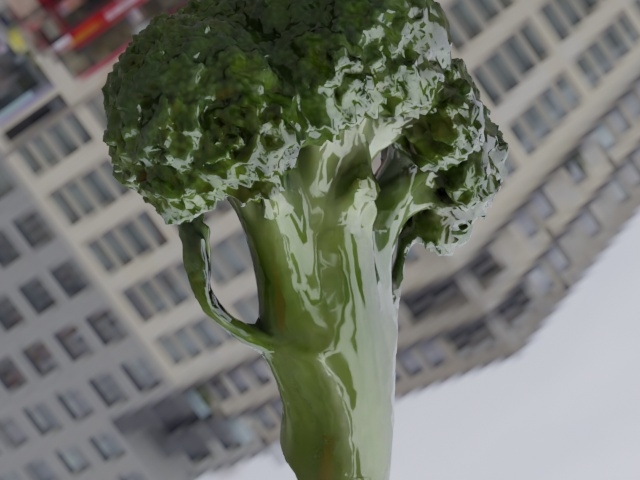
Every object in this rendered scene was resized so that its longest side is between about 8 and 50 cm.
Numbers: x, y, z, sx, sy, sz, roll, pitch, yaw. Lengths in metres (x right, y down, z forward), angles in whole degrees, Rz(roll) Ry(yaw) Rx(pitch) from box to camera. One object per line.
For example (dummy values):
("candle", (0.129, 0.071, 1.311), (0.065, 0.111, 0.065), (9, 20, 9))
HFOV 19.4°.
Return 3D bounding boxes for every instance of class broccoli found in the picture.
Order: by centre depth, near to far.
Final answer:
("broccoli", (-0.003, -0.032, 1.135), (0.186, 0.302, 0.254), (18, -134, 35))
